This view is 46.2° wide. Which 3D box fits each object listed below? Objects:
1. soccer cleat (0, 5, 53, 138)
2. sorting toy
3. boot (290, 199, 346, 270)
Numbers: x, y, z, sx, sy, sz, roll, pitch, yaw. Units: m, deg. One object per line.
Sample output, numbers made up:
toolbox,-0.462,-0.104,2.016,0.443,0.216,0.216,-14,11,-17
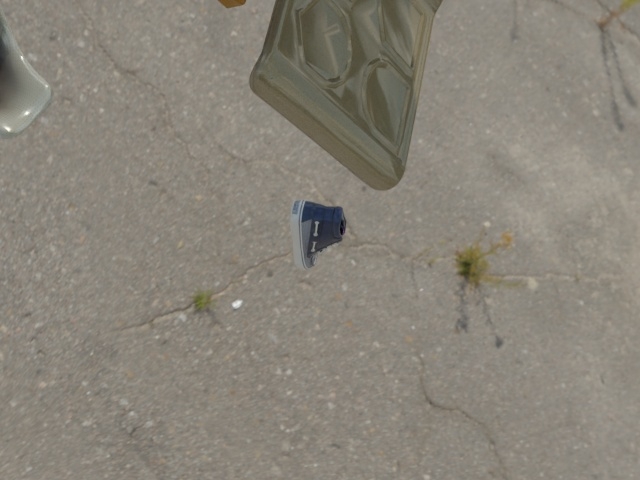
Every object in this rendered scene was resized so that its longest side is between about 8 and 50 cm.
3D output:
soccer cleat,-0.245,-0.177,0.383,0.143,0.331,0.116,26,69,23
sorting toy,0.003,-0.205,0.643,0.307,0.041,0.229,33,67,-47
boot,0.000,0.000,1.285,0.086,0.190,0.069,8,63,8
